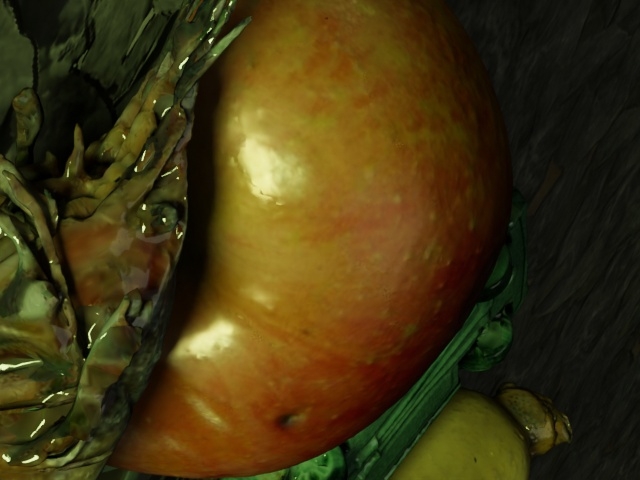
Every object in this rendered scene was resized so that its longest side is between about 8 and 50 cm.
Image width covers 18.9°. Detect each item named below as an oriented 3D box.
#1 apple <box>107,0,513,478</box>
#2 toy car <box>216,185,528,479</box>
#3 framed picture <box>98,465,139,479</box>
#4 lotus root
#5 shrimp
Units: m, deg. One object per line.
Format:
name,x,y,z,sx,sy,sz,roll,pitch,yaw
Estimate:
apple,0.000,0.000,0.943,0.251,0.163,0.293,-43,155,-66
toy car,0.026,0.099,1.256,0.320,0.097,0.141,-50,155,-21
framed picture,-0.204,0.211,1.010,0.273,0.016,0.216,-4,122,-64
lotus root,0.064,0.206,1.428,0.303,0.131,0.146,-41,151,-33
shrimp,-0.124,0.013,0.794,0.343,0.145,0.116,-58,-176,8
